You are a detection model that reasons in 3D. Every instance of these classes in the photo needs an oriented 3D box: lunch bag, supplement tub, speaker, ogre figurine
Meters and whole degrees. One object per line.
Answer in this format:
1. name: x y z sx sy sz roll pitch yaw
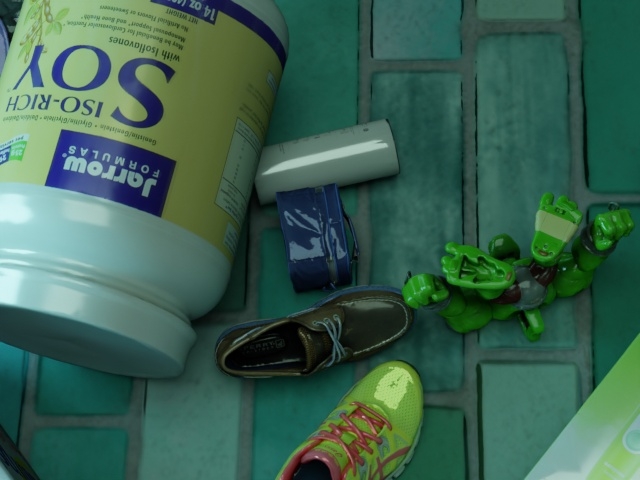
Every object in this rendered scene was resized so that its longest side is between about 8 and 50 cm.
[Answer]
1. lunch bag: 0.000 0.000 1.430 0.065 0.067 0.098 -11 71 1
2. supplement tub: -0.175 -0.068 1.372 0.241 0.241 0.331 11 73 8
3. speaker: 0.002 -0.073 1.465 0.136 0.055 0.055 -13 68 -1
4. ogre figurine: 0.170 0.032 1.379 0.197 0.118 0.097 -37 66 -11

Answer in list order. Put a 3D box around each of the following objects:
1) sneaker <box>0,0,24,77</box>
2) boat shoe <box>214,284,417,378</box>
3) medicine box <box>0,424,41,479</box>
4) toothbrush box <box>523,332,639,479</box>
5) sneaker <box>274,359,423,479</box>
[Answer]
1. sneaker: -0.261 -0.239 1.540 0.124 0.107 0.283 30 77 -1
2. boat shoe: -0.003 0.090 1.387 0.183 0.066 0.066 -17 99 4
3. medicine box: -0.326 0.193 1.273 0.149 0.263 0.289 -38 71 -10
4. toothbrush box: 0.280 0.226 1.294 0.206 0.122 0.283 38 77 17
5. sneaker: 0.021 0.185 1.342 0.081 0.094 0.208 31 73 16
